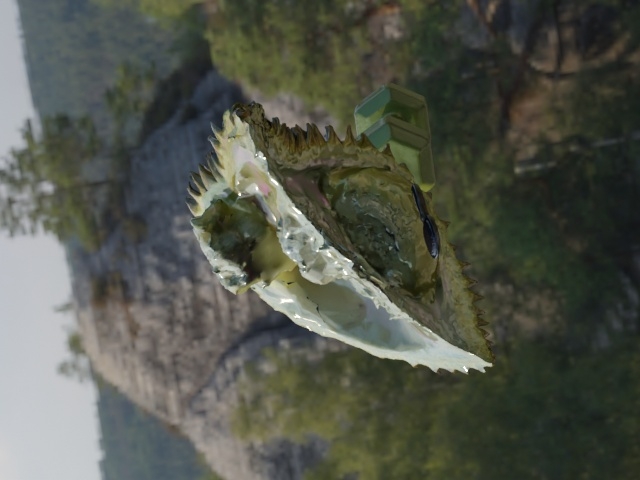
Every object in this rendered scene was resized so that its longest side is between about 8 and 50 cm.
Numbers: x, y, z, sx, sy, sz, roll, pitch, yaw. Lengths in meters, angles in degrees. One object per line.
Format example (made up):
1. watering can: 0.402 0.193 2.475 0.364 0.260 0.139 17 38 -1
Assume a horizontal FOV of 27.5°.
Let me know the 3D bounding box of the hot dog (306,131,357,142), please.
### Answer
1. hot dog: 0.007 -0.076 1.426 0.061 0.169 0.078 39 121 41

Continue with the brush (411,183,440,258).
1. brush: 0.076 -0.016 0.942 0.083 0.008 0.024 -102 14 -52

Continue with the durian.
1. durian: 0.000 0.000 1.032 0.306 0.172 0.166 48 -167 -33

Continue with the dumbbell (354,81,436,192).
1. dumbbell: 0.099 -0.134 1.796 0.108 0.121 0.302 52 -166 -12
